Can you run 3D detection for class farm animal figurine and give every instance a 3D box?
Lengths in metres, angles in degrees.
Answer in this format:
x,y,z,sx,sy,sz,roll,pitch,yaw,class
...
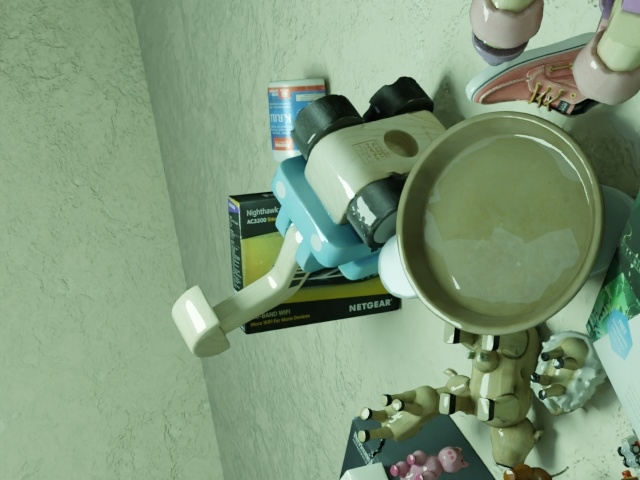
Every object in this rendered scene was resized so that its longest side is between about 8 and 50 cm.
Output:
x,y,z,sx,sy,sz,roll,pitch,yaw,class
0.238,0.242,1.182,0.330,0.172,0.327,26,103,47,farm animal figurine

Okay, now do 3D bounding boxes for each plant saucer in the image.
x,y,z,sx,sy,sz,roll,pitch,yaw,class
0.219,-0.021,1.006,0.277,0.041,0.278,-6,80,37,plant saucer

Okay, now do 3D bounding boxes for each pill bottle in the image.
x,y,z,sx,sy,sz,roll,pitch,yaw,class
-0.045,-0.229,1.721,0.124,0.124,0.222,-163,67,-64,pill bottle

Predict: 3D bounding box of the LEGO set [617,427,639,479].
x,y,z,sx,sy,sz,roll,pitch,yaw,class
0.425,0.340,0.961,0.182,0.060,0.244,45,149,53,LEGO set

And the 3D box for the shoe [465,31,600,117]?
x,y,z,sx,sy,sz,roll,pitch,yaw,class
0.269,-0.183,0.969,0.063,0.177,0.081,81,169,-70,shoe

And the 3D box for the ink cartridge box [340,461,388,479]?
x,y,z,sx,sy,sz,roll,pitch,yaw,class
0.087,0.470,1.280,0.115,0.067,0.198,114,143,-49,ink cartridge box

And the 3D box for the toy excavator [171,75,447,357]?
x,y,z,sx,sy,sz,roll,pitch,yaw,class
0.000,0.000,1.301,0.222,0.432,0.445,55,145,25,toy excavator

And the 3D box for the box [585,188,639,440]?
x,y,z,sx,sy,sz,roll,pitch,yaw,class
0.376,0.071,0.828,0.232,0.058,0.322,-102,12,-46,box

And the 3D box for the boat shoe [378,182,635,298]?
x,y,z,sx,sy,sz,roll,pitch,yaw,class
0.268,0.016,1.091,0.367,0.156,0.136,-18,74,37,boat shoe

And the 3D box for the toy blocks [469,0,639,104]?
x,y,z,sx,sy,sz,roll,pitch,yaw,class
0.317,-0.250,0.750,0.260,0.308,0.289,79,-148,-70,toy blocks

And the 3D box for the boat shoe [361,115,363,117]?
x,y,z,sx,sy,sz,roll,pitch,yaw,class
0.065,-0.196,1.539,0.219,0.077,0.070,128,128,-61,boat shoe

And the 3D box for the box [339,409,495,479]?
x,y,z,sx,sy,sz,roll,pitch,yaw,class
0.177,0.511,1.394,0.343,0.178,0.313,-127,38,-47,box

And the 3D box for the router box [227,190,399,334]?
x,y,z,sx,sy,sz,roll,pitch,yaw,class
-0.008,0.026,1.491,0.081,0.308,0.243,-151,56,-66,router box
